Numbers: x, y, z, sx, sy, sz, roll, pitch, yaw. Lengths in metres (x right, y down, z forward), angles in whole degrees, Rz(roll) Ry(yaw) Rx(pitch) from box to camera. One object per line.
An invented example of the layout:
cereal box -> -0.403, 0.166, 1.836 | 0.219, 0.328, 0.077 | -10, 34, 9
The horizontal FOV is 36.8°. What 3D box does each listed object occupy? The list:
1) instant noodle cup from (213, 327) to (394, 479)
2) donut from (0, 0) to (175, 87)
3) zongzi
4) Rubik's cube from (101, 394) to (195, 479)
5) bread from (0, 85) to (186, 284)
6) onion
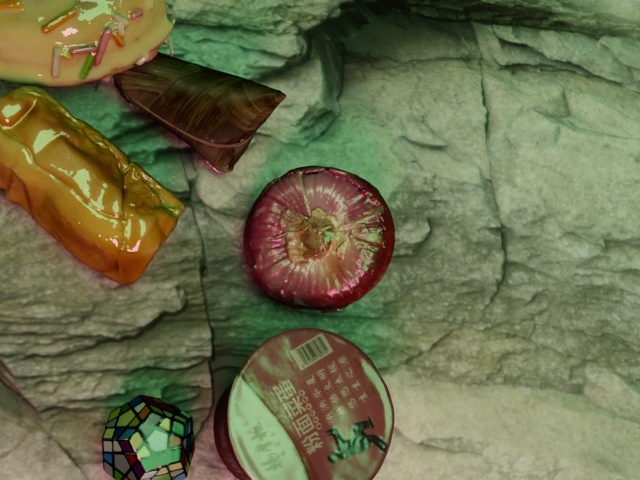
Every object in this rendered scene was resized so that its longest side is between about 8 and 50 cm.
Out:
instant noodle cup -> -0.039, 0.253, 1.333 | 0.234, 0.178, 0.235 | 7, 71, -20
donut -> -0.402, -0.376, 1.354 | 0.307, 0.150, 0.371 | -24, 68, -16
zongzi -> -0.183, -0.230, 1.385 | 0.247, 0.241, 0.111 | 35, 61, -9
Rubik's cube -> -0.230, 0.273, 1.288 | 0.111, 0.133, 0.133 | 3, 72, 4
bread -> -0.335, -0.076, 1.319 | 0.294, 0.167, 0.132 | 40, 64, -7
onion -> 0.000, 0.000, 1.448 | 0.229, 0.163, 0.230 | -1, 85, 9
